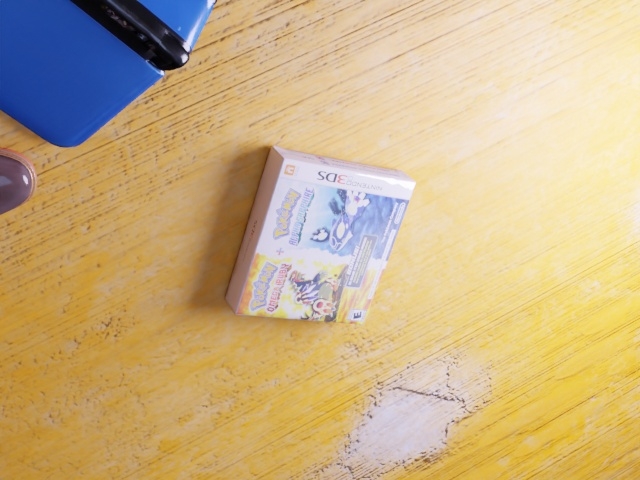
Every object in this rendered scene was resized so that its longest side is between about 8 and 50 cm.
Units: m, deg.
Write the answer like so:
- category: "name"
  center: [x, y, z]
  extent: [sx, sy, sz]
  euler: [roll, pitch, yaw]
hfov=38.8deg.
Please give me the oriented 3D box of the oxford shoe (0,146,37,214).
- category: "oxford shoe"
  center: [-0.402, -0.026, 0.856]
  extent: [0.271, 0.098, 0.097]
  euler: [-13, 120, -20]

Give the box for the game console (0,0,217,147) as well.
- category: "game console"
  center: [-0.259, -0.271, 0.845]
  extent: [0.293, 0.173, 0.250]
  euler: [37, 64, -36]

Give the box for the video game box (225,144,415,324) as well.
- category: "video game box"
  center: [0.000, 0.000, 1.104]
  extent: [0.187, 0.048, 0.205]
  euler: [8, 111, -27]
